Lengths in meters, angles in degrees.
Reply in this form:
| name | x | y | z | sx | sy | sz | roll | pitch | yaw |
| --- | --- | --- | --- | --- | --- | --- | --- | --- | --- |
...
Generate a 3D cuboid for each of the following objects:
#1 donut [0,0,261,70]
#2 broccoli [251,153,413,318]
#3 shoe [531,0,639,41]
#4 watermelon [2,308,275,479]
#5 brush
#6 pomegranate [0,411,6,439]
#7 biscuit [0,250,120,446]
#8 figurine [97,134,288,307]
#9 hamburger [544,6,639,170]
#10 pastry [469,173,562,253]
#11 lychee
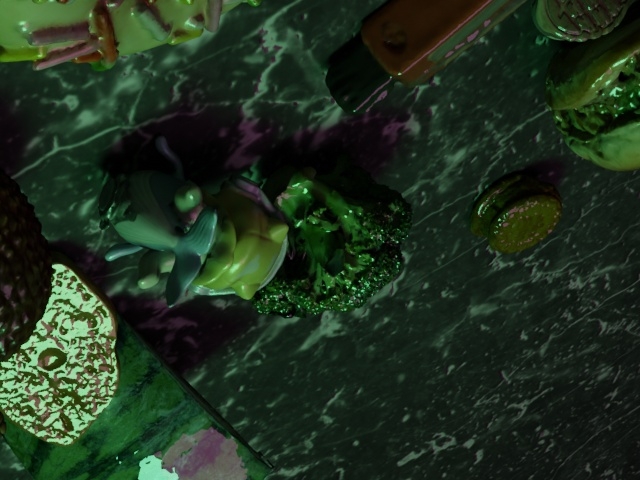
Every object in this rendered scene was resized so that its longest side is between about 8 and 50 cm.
| name | x | y | z | sx | sy | sz | roll | pitch | yaw |
| --- | --- | --- | --- | --- | --- | --- | --- | --- | --- |
| donut | -0.107 | -0.251 | 1.073 | 0.371 | 0.150 | 0.307 | -34 | 163 | -7 |
| broccoli | 0.000 | 0.000 | 1.594 | 0.156 | 0.195 | 0.195 | 37 | 112 | -27 |
| shoe | 0.262 | -0.246 | 1.536 | 0.180 | 0.089 | 0.092 | -30 | -173 | -24 |
| watermelon | -0.211 | 0.186 | 1.718 | 0.213 | 0.201 | 0.262 | -35 | 108 | 7 |
| brush | 0.138 | -0.231 | 1.464 | 0.323 | 0.070 | 0.051 | -38 | 151 | 5 |
| pomegranate | -0.384 | 0.175 | 1.472 | 0.196 | 0.196 | 0.196 | -23 | 149 | -15 |
| biscuit | -0.266 | 0.109 | 1.559 | 0.141 | 0.029 | 0.221 | -8 | 121 | -9 |
| figurine | -0.115 | -0.007 | 1.454 | 0.183 | 0.208 | 0.128 | 23 | 103 | -15 |
| hamburger | 0.349 | -0.175 | 1.584 | 0.243 | 0.146 | 0.286 | -41 | -170 | -27 |
| pastry | 0.228 | -0.030 | 1.854 | 0.109 | 0.057 | 0.097 | -34 | 149 | 2 |
| lychee | -0.311 | 0.018 | 1.310 | 0.194 | 0.194 | 0.194 | -23 | 149 | -15 |
